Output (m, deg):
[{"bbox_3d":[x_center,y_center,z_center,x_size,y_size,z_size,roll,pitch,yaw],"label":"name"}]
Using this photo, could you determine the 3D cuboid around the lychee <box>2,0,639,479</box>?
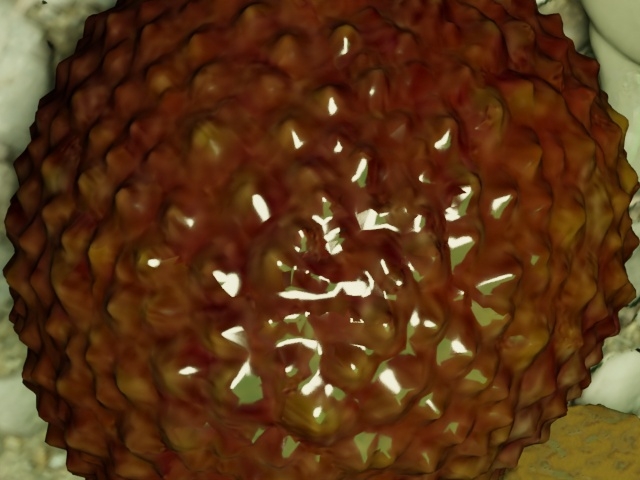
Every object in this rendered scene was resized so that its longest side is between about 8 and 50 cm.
[{"bbox_3d":[0.000,0.000,0.838,0.275,0.304,0.276,5,116,10],"label":"lychee"}]

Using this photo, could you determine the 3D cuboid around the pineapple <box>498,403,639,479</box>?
[{"bbox_3d":[0.149,0.211,1.169,0.125,0.125,0.251,-23,137,-18],"label":"pineapple"}]

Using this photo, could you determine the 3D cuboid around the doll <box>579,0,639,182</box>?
[{"bbox_3d":[0.219,-0.117,0.942,0.242,0.159,0.311,13,118,-16],"label":"doll"}]
